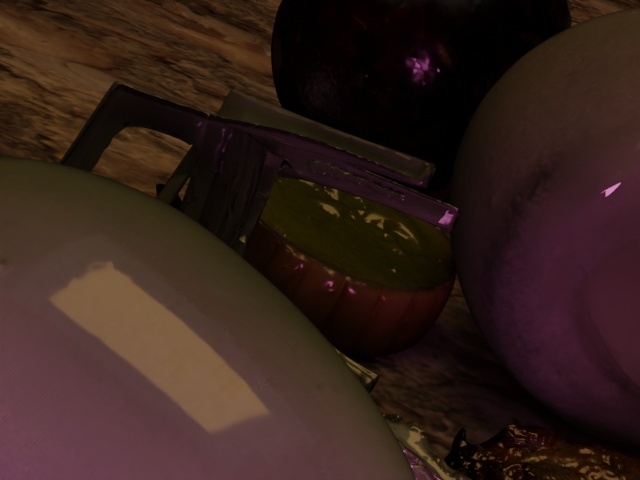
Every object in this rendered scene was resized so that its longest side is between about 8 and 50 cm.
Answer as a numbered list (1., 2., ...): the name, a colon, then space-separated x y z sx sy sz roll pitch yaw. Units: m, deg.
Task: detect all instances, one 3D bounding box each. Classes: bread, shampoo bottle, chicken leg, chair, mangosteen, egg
1. bread: 0.000 0.000 1.162 0.236 0.070 0.236 23 26 -12
2. shampoo bottle: 0.258 -0.011 1.095 0.322 0.322 0.317 17 31 0
3. chicken leg: 0.202 0.189 0.946 0.253 0.051 0.106 25 30 16
4. chair: -0.072 -0.005 0.970 0.274 0.190 0.203 24 -3 15
5. mangosteen: 0.111 -0.161 1.451 0.306 0.359 0.306 -16 13 4
6. egg: -0.106 0.099 0.699 0.371 0.230 0.230 34 27 22

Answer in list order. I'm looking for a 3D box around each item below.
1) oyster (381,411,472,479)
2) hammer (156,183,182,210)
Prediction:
1. oyster: -0.019 0.119 0.899 0.252 0.087 0.199 31 -7 -21
2. hammer: -0.108 -0.006 1.210 0.065 0.021 0.178 6 23 -26
